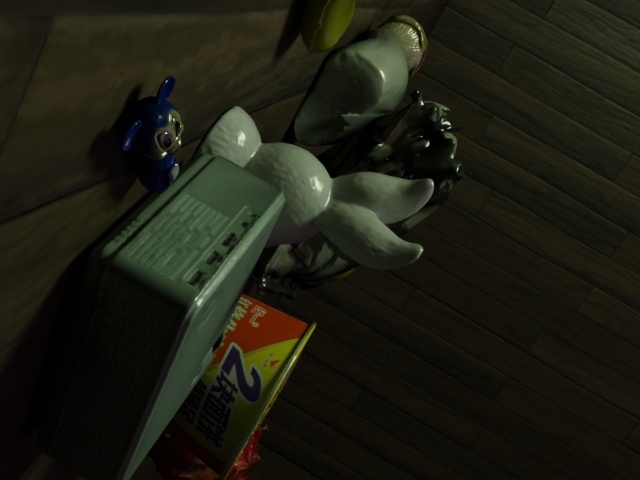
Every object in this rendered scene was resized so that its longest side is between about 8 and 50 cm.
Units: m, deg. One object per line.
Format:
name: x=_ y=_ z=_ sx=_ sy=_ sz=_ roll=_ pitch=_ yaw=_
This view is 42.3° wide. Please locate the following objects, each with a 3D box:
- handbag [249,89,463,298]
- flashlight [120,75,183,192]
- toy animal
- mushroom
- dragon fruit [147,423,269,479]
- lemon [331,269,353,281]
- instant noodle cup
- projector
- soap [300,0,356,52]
handbag: x=0.034 y=-0.055 z=1.095 sx=0.325 sy=0.162 sz=0.327 roll=-34 pitch=175 yaw=4
flashlight: x=-0.109 y=-0.060 z=0.554 sx=0.057 sy=0.035 sz=0.121 roll=-59 pitch=177 yaw=-20
toy animal: x=-0.011 y=-0.031 z=0.788 sx=0.104 sy=0.220 sz=0.131 roll=-63 pitch=179 yaw=-42
mushroom: x=0.069 y=-0.251 z=1.241 sx=0.159 sy=0.122 sz=0.329 roll=-18 pitch=-161 yaw=28
dragon fruit: x=-0.195 y=0.304 z=1.408 sx=0.205 sy=0.210 sz=0.268 roll=74 pitch=25 yaw=-64
lemon: x=0.000 y=0.000 z=1.690 sx=0.244 sy=0.187 sz=0.187 roll=-54 pitch=175 yaw=-38
instant noodle cup: x=-0.128 y=0.141 z=0.949 sx=0.213 sy=0.174 sz=0.213 roll=-59 pitch=176 yaw=-6
projector: x=-0.141 y=0.067 z=0.714 sx=0.257 sy=0.099 sz=0.192 roll=-62 pitch=175 yaw=38
soap: x=0.018 y=-0.245 z=0.799 sx=0.089 sy=0.045 sz=0.140 roll=-54 pitch=176 yaw=-37
